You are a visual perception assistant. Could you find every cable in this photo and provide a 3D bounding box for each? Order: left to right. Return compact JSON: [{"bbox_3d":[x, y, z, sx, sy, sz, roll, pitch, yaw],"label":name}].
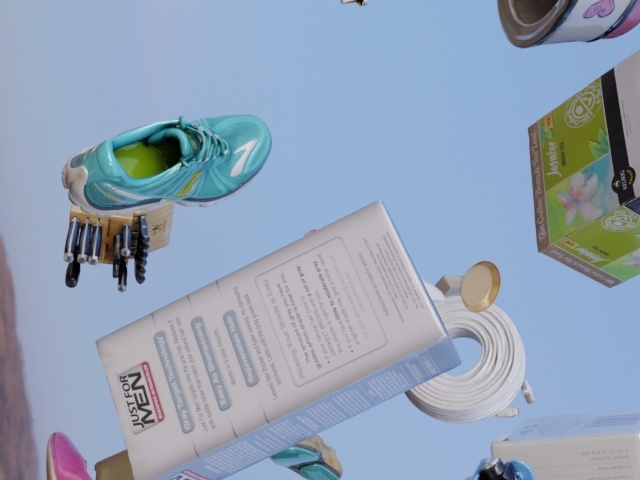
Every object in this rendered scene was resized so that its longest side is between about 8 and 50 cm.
[{"bbox_3d":[0.274,0.235,1.845,0.089,0.257,0.257,59,20,-56],"label":"cable"}]

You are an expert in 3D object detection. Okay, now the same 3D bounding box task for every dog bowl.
[{"bbox_3d":[0.411,-0.484,1.404,0.408,0.150,0.408,-173,-90,-79],"label":"dog bowl"}]

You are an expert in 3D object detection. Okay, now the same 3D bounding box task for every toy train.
[{"bbox_3d":[0.238,0.355,1.147,0.105,0.080,0.184,-33,-88,31],"label":"toy train"}]

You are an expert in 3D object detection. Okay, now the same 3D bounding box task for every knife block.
[{"bbox_3d":[-0.360,-0.024,1.454,0.275,0.242,0.088,28,-60,28],"label":"knife block"}]

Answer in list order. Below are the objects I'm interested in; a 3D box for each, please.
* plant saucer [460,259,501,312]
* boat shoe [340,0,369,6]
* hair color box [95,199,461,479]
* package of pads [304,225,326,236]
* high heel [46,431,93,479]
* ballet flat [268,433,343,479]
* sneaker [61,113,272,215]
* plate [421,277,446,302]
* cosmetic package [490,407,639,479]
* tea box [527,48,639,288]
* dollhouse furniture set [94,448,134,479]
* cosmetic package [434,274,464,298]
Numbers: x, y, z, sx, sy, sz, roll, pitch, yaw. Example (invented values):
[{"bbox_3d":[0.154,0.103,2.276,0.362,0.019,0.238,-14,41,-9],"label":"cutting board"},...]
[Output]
[{"bbox_3d":[0.244,0.070,1.441,0.015,0.083,0.083,20,-63,55],"label":"plant saucer"},{"bbox_3d":[0.081,-0.481,1.850,0.035,0.100,0.035,-20,-99,58],"label":"boat shoe"},{"bbox_3d":[-0.051,0.129,1.069,0.185,0.374,0.113,66,5,28],"label":"hair color box"},{"bbox_3d":[0.000,0.000,1.860,0.050,0.032,0.083,62,18,2],"label":"package of pads"},{"bbox_3d":[-0.231,0.290,1.020,0.244,0.117,0.082,-133,-138,-53],"label":"high heel"},{"bbox_3d":[-0.028,0.322,1.441,0.232,0.080,0.073,58,21,-57],"label":"ballet flat"},{"bbox_3d":[-0.155,-0.093,1.062,0.110,0.275,0.107,-30,-96,48],"label":"sneaker"},{"bbox_3d":[0.070,0.067,1.803,0.277,0.278,0.045,-171,-88,-71],"label":"plate"},{"bbox_3d":[0.598,0.596,2.037,0.327,0.329,0.394,-11,-95,27],"label":"cosmetic package"},{"bbox_3d":[0.604,-0.136,1.831,0.323,0.220,0.329,-38,-142,44],"label":"tea box"},{"bbox_3d":[-0.178,0.515,1.555,0.362,0.394,0.257,-28,-131,34],"label":"dollhouse furniture set"},{"bbox_3d":[0.346,0.121,2.366,0.060,0.115,0.041,-55,-132,38],"label":"cosmetic package"}]
